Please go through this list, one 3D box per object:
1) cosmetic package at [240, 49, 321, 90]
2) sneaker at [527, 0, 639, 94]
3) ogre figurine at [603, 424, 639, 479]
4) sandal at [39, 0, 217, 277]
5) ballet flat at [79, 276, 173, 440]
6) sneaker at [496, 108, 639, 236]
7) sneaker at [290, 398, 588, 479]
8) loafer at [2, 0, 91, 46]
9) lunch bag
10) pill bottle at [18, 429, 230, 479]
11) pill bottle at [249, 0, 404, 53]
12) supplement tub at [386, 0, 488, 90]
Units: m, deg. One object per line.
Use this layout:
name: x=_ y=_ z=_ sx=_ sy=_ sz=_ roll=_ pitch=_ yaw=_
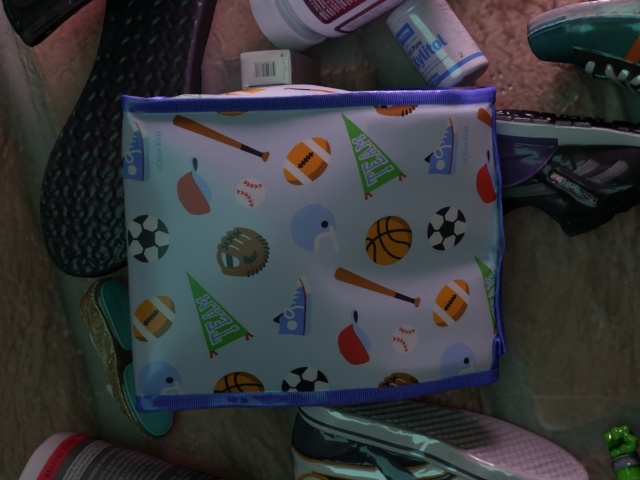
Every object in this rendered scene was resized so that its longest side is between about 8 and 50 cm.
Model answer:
cosmetic package: x=-0.043 y=-0.187 z=1.396 sx=0.060 sy=0.115 sz=0.041 roll=-2 pitch=91 yaw=18
sneaker: x=0.360 y=-0.178 z=1.276 sx=0.302 sy=0.108 sz=0.121 roll=5 pitch=89 yaw=16
ogre figurine: x=0.388 y=0.266 z=1.290 sx=0.197 sy=0.097 sz=0.118 roll=12 pitch=83 yaw=5
sandal: x=-0.200 y=-0.163 z=1.465 sx=0.167 sy=0.107 sz=0.446 roll=14 pitch=83 yaw=17
ballet flat: x=-0.236 y=0.146 z=1.502 sx=0.067 sy=0.073 sz=0.206 roll=-25 pitch=81 yaw=44
sneaker: x=0.306 y=-0.063 z=1.312 sx=0.283 sy=0.107 sz=0.124 roll=9 pitch=104 yaw=24
sneaker: x=0.123 y=0.253 z=1.356 sx=0.321 sy=0.126 sz=0.128 roll=16 pitch=107 yaw=10
loafer: x=-0.226 y=-0.309 z=1.405 sx=0.302 sy=0.109 sz=0.095 roll=-18 pitch=93 yaw=18
lunch bag: x=0.000 y=0.000 z=1.307 sx=0.385 sy=0.239 sz=0.328 roll=-3 pitch=98 yaw=1
pill bottle: x=-0.183 y=0.342 z=1.424 sx=0.318 sy=0.176 sz=0.176 roll=14 pitch=96 yaw=16
pill bottle: x=0.033 y=-0.294 z=1.341 sx=0.221 sy=0.121 sz=0.121 roll=-25 pitch=84 yaw=37
supplement tub: x=0.129 y=-0.215 z=1.366 sx=0.071 sy=0.071 sz=0.107 roll=-37 pitch=81 yaw=15
